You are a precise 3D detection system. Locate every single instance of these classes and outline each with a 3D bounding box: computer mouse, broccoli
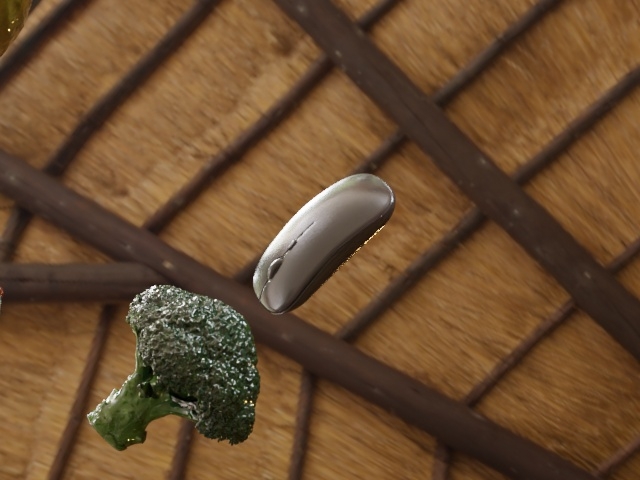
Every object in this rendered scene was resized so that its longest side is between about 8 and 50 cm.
[{"bbox_3d":[0.000,-0.001,1.387,0.232,0.057,0.120,-43,-144,3],"label":"computer mouse"},{"bbox_3d":[-0.229,0.225,1.670,0.297,0.297,0.297,-44,-135,-2],"label":"broccoli"}]

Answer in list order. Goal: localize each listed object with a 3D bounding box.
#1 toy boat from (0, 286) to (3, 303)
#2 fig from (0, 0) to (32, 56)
[{"bbox_3d":[-0.456,0.096,1.229,0.059,0.173,0.069,67,-28,25],"label":"toy boat"},{"bbox_3d":[-0.248,-0.181,0.646,0.143,0.160,0.231,-40,-162,-8],"label":"fig"}]
